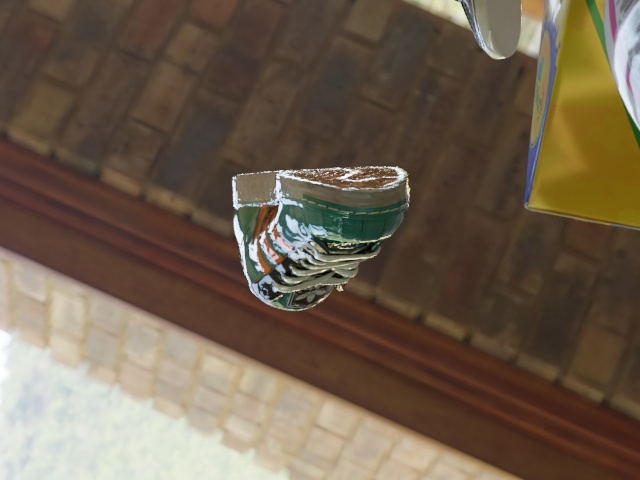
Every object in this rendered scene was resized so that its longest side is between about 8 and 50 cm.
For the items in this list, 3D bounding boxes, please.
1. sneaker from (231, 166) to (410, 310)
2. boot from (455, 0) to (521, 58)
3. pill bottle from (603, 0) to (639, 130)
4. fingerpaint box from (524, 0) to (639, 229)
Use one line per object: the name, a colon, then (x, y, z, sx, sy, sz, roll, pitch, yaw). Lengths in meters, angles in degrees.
sneaker: (0.000, 0.000, 1.220, 0.302, 0.108, 0.121, -174, 81, -73)
boot: (0.148, -0.278, 1.513, 0.069, 0.086, 0.190, -17, -81, -48)
pill bottle: (0.191, -0.114, 0.391, 0.283, 0.160, 0.160, 108, -174, -71)
fingerpaint box: (0.249, -0.266, 0.964, 0.444, 0.163, 0.371, -71, -10, -58)
